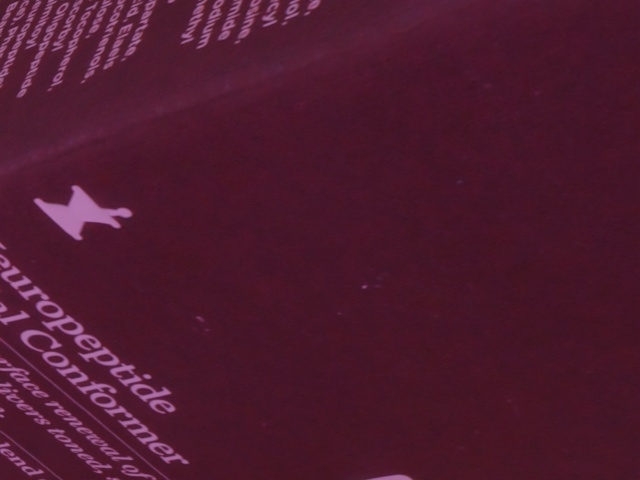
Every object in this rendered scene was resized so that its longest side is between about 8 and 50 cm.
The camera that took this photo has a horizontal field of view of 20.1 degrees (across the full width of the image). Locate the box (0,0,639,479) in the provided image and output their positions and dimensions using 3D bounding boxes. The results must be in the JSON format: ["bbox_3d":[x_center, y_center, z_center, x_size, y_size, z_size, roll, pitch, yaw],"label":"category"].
[{"bbox_3d":[0.025,-0.018,0.494,0.381,0.191,0.143,-17,41,36],"label":"box"}]
